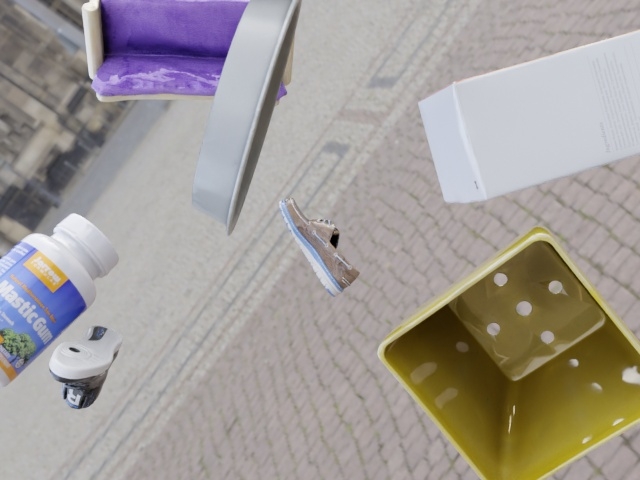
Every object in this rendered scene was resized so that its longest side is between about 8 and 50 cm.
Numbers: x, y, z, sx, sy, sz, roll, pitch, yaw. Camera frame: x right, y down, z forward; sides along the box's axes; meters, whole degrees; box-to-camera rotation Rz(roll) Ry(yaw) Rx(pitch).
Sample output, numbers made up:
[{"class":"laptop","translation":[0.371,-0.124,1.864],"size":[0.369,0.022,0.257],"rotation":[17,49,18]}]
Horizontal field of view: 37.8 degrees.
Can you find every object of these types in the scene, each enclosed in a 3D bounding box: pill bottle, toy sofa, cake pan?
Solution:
[{"class":"pill bottle","translation":[-0.452,0.086,1.467],"size":[0.272,0.152,0.152],"rotation":[-47,11,-24]},{"class":"toy sofa","translation":[-0.228,-0.353,1.647],"size":[0.150,0.363,0.177],"rotation":[98,170,-45]},{"class":"cake pan","translation":[-0.087,-0.152,1.082],"size":[0.293,0.054,0.293],"rotation":[-163,90,-87]}]

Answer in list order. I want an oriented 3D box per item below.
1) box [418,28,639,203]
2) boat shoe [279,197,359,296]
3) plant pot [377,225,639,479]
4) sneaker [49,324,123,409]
[{"class":"box","translation":[0.346,-0.180,1.355],"size":[0.345,0.168,0.215],"rotation":[-17,3,-7]},{"class":"boat shoe","translation":[0.000,0.000,1.502],"size":[0.066,0.183,0.066],"rotation":[-33,-14,3]},{"class":"plant pot","translation":[0.218,0.104,1.000],"size":[0.212,0.212,0.187],"rotation":[-38,6,21]},{"class":"sneaker","translation":[-0.369,0.215,1.440],"size":[0.217,0.079,0.121],"rotation":[-51,-16,-80]}]
